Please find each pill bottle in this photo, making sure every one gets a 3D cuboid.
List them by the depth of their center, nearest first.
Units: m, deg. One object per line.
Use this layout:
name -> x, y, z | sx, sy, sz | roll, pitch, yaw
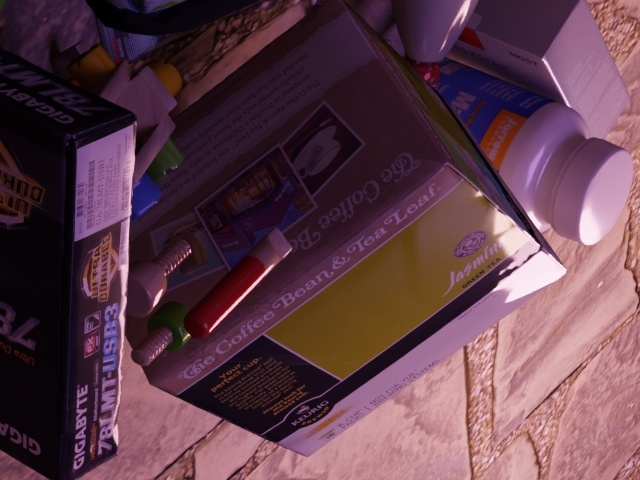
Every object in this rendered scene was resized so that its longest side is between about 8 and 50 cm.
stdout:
pill bottle -> 0.199, -0.096, 2.042 | 0.152, 0.272, 0.152 | -35, 138, -39

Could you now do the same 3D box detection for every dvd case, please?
dvd case -> -0.154, -0.216, 1.677 | 0.119, 0.013, 0.087 | -44, 144, -32

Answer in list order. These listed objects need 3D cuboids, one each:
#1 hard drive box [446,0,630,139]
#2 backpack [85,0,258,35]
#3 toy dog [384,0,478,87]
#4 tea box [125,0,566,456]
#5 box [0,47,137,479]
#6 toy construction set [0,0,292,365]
hard drive box -> 0.229, -0.213, 2.092 | 0.089, 0.181, 0.232 | -57, 147, -10
backpack -> -0.103, -0.332, 1.377 | 0.290, 0.273, 0.355 | -26, 128, -2
toy dog -> 0.078, -0.250, 1.914 | 0.334, 0.161, 0.220 | -57, 155, 17
tea box -> 0.000, 0.000, 1.747 | 0.329, 0.220, 0.323 | -36, 151, 10
box -> -0.268, -0.006, 1.385 | 0.073, 0.295, 0.293 | -26, 133, -46
toy construction set -> -0.158, -0.065, 1.523 | 0.237, 0.309, 0.257 | -45, 169, -46
